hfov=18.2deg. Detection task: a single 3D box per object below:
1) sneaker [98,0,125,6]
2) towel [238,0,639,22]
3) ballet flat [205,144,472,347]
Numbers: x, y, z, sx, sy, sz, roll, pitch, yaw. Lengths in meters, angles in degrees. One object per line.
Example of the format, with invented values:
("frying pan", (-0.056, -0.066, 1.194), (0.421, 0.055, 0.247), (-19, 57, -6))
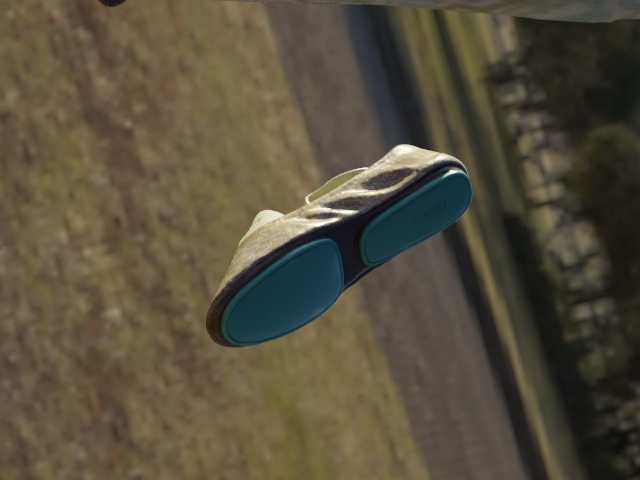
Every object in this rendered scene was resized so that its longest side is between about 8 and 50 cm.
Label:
("sneaker", (-0.244, -0.308, 1.866), (0.086, 0.064, 0.192), (29, -30, 50))
("towel", (-0.016, -0.257, 0.986), (0.090, 0.320, 0.374), (100, -12, -50))
("ballet flat", (0.000, 0.000, 1.884), (0.106, 0.316, 0.107), (36, -38, 40))
